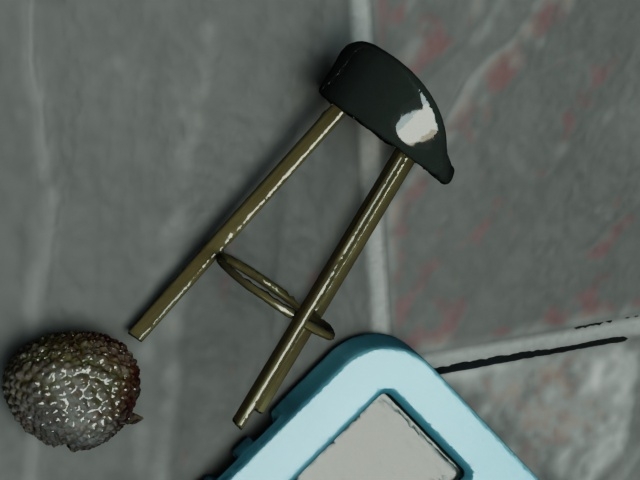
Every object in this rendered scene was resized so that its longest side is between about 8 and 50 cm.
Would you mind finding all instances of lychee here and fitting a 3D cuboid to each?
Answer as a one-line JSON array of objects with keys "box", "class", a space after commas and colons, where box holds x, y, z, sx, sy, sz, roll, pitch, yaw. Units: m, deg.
[{"box": [-0.137, 0.084, 1.091, 0.083, 0.068, 0.067, 18, 55, -19], "class": "lychee"}]

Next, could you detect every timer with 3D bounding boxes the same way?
[{"box": [0.039, 0.211, 1.170, 0.232, 0.091, 0.250, -46, 109, -3], "class": "timer"}]

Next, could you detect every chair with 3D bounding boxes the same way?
[{"box": [-0.001, 0.000, 1.107, 0.221, 0.104, 0.095, -57, 147, 6], "class": "chair"}]
